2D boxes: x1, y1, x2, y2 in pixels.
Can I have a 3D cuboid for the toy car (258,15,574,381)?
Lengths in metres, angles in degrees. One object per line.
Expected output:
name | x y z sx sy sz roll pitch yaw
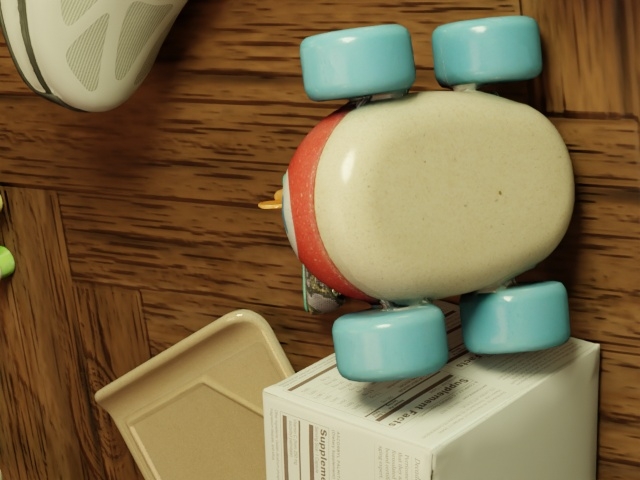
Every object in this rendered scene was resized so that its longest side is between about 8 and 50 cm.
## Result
toy car | 0.029 -0.027 1.245 0.238 0.210 0.219 -4 95 54

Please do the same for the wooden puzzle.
wooden puzzle | -0.061 0.189 1.508 0.221 0.044 0.239 -31 90 43

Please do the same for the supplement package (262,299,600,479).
supplement package | 0.082 0.206 1.275 0.145 0.204 0.262 15 117 37

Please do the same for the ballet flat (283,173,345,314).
ballet flat | 0.000 0.000 1.382 0.041 0.041 0.114 2 109 40

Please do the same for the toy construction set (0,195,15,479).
toy construction set | -0.346 0.118 1.659 0.215 0.151 0.328 -8 91 42

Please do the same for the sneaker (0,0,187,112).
sneaker | -0.072 -0.243 1.250 0.257 0.169 0.448 36 125 27
